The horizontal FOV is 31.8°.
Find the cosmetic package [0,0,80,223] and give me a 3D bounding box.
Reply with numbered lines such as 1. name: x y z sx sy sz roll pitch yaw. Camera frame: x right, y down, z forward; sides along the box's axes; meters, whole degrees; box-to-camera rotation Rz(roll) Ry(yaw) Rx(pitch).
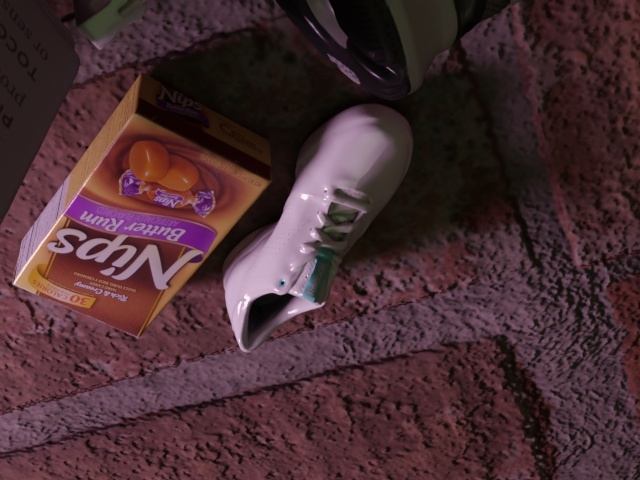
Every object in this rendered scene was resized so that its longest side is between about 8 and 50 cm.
1. cosmetic package: -0.380 -0.044 0.512 0.329 0.394 0.327 -13 132 25

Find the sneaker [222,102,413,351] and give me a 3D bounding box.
1. sneaker: 0.000 0.000 0.806 0.080 0.094 0.212 24 125 -20

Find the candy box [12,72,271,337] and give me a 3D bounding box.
1. candy box: -0.130 -0.019 0.810 0.109 0.053 0.187 26 126 -24

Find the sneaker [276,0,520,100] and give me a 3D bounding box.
1. sneaker: 0.040 -0.293 0.436 0.257 0.169 0.448 -36 136 -10

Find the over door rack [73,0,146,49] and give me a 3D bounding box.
1. over door rack: -0.083 -0.255 0.571 0.324 0.108 0.239 -30 125 21
